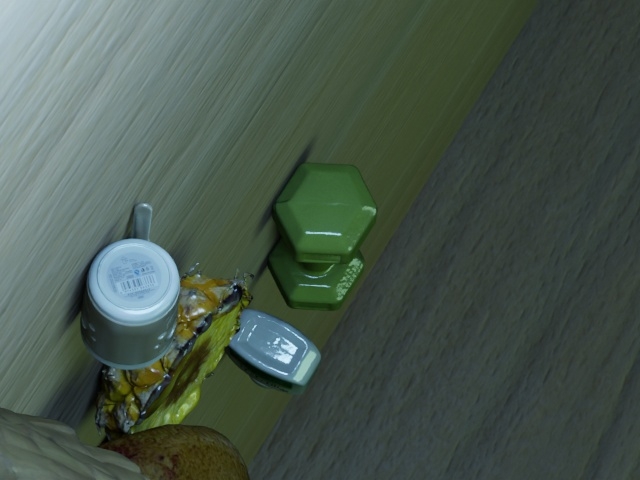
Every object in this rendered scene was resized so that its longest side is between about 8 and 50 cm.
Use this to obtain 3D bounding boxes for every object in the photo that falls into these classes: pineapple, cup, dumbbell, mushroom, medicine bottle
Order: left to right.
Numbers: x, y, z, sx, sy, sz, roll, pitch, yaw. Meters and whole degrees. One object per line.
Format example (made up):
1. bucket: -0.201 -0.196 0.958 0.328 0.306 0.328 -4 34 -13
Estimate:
1. mushroom: -0.186 0.278 1.728 0.297 0.163 0.278 -34 171 -7
2. cup: -0.138 0.037 1.531 0.102 0.074 0.099 -56 173 -26
3. pineapple: -0.142 0.106 1.834 0.225 0.076 0.225 -54 172 -11
4. medicine bottle: -0.061 0.143 2.493 0.069 0.119 0.183 -61 177 -10
5. dumbbell: 0.000 0.000 2.340 0.302 0.121 0.108 103 -9 -74

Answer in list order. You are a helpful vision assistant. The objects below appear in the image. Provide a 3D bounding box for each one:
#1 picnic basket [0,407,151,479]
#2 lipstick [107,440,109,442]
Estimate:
1. picnic basket: -0.199 0.259 1.237 0.291 0.254 0.321 -59 163 -5
2. lipstick: -0.221 0.294 2.115 0.080 0.080 0.241 -51 170 -53
